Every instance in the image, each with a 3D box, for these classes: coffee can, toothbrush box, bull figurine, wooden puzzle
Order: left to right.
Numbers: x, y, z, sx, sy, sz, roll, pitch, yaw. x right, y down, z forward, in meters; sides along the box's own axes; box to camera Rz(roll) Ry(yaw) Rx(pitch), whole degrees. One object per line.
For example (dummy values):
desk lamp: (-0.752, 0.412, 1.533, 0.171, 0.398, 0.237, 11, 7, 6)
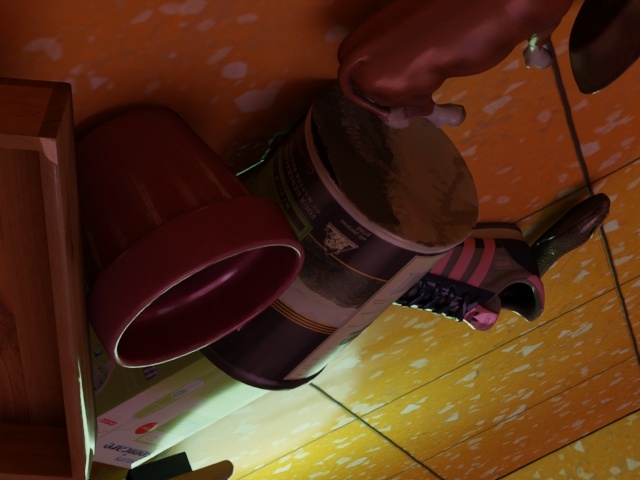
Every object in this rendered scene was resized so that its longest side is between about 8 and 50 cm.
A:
wooden puzzle: (-0.321, 0.418, 2.062, 0.322, 0.080, 0.348, -14, 163, -22)
toothbrush box: (-0.184, 0.150, 1.594, 0.283, 0.122, 0.206, -29, 156, 12)
coffee can: (0.000, 0.000, 1.359, 0.201, 0.201, 0.275, -1, 147, -42)
bull figurine: (0.156, -0.205, 1.207, 0.310, 0.101, 0.188, -26, 158, 2)

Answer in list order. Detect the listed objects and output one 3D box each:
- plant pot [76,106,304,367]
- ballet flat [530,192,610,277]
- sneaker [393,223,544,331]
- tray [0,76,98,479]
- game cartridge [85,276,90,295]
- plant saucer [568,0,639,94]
plant pot: (-0.142, -0.012, 1.204, 0.201, 0.180, 0.201, -29, 162, -10)
ballet flat: (0.326, 0.018, 1.852, 0.250, 0.058, 0.084, -45, 179, 42)
sneaker: (0.170, 0.058, 1.726, 0.319, 0.131, 0.112, -7, 152, -34)
tray: (-0.297, 0.045, 1.090, 0.203, 0.076, 0.411, 4, 134, -1)
game cartridge: (-0.313, 0.116, 1.361, 0.297, 0.062, 0.198, -44, -171, 38)
plant saucer: (0.290, -0.230, 1.245, 0.036, 0.198, 0.198, 32, 134, -9)
